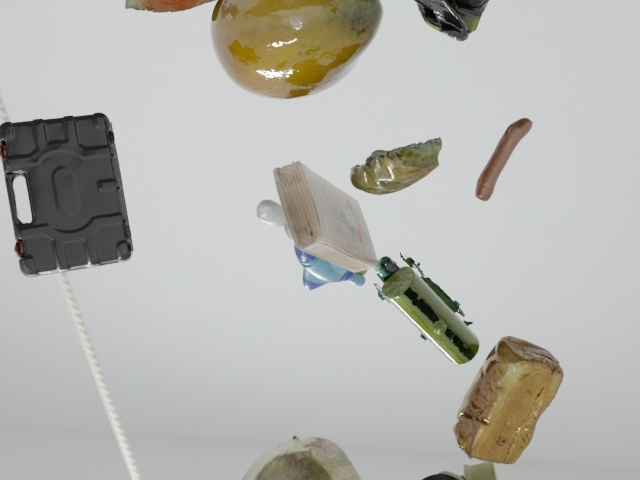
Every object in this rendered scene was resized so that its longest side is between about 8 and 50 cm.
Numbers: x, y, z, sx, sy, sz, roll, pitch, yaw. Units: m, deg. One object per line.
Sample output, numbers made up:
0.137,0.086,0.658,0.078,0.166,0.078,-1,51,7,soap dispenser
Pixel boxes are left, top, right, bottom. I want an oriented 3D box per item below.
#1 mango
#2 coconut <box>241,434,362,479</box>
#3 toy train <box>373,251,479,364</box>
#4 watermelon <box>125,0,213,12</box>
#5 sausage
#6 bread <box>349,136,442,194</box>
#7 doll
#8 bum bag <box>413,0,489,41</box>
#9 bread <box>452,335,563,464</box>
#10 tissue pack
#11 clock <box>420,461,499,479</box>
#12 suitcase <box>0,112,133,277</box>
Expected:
-0.044,-0.356,1.200,0.264,0.221,0.378,1,-177,-28,mango
-0.040,0.671,1.779,0.353,0.352,0.352,-12,-163,4,coconut
0.250,0.149,1.619,0.126,0.307,0.189,-48,-158,-7,toy train
-0.280,-0.528,1.437,0.245,0.119,0.063,-17,-154,-26,watermelon
0.361,-0.164,1.415,0.043,0.186,0.043,29,-175,-3,sausage
0.136,-0.131,1.275,0.128,0.088,0.232,-25,-175,-17,bread
0.005,-0.003,2.165,0.376,0.365,0.187,-25,175,-38,doll
0.128,-0.246,0.543,0.107,0.060,0.232,20,153,-11,bum bag
0.424,0.369,1.633,0.167,0.294,0.132,18,-164,-7,bread
0.019,-0.038,1.431,0.071,0.170,0.325,-21,162,18,tissue pack
0.343,0.711,1.685,0.277,0.120,0.379,-18,-146,9,clock
-0.470,-0.086,1.312,0.206,0.285,0.066,-10,178,-18,suitcase
